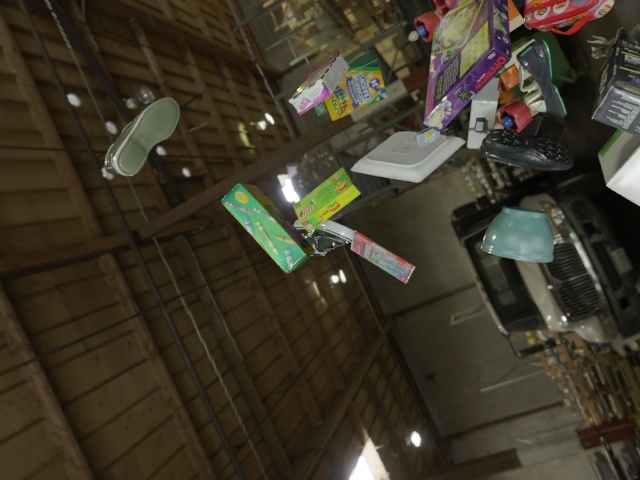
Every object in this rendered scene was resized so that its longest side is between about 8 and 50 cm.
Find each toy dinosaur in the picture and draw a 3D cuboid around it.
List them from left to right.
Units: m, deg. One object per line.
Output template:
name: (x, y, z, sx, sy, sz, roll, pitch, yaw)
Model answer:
toy dinosaur: (1.027, -0.628, 1.560, 0.160, 0.313, 0.121, 62, -157, -13)

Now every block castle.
block castle: (0.469, -0.525, 1.503, 0.453, 0.212, 0.303, 56, -179, -8)

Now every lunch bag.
lunch bag: (0.830, -0.821, 1.678, 0.120, 0.293, 0.258, 3, -86, -30)

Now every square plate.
square plate: (0.349, -0.358, 2.031, 0.344, 0.347, 0.049, -40, -51, -31)

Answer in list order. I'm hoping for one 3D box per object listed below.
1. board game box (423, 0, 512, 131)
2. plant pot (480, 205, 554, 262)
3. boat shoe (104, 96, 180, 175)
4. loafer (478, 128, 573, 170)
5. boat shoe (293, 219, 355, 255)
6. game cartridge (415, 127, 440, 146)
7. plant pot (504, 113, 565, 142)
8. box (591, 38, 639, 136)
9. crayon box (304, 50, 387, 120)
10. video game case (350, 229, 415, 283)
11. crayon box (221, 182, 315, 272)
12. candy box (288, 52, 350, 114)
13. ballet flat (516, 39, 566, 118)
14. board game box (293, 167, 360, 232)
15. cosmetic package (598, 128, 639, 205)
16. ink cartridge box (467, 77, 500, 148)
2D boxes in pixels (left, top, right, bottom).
board game box: (0.302, -0.412, 1.041, 0.056, 0.208, 0.347, 27, -127, -18)
plant pot: (0.844, -0.037, 2.115, 0.293, 0.292, 0.196, -27, -55, -72)
boat shoe: (-0.402, -0.237, 1.127, 0.081, 0.068, 0.228, 54, -129, -39)
loafer: (0.481, -0.205, 1.175, 0.078, 0.223, 0.076, 123, 157, -66)
boat shoe: (0.000, 0.000, 1.702, 0.121, 0.335, 0.119, 27, -102, -27)
game cartridge: (0.343, -0.333, 1.595, 0.017, 0.083, 0.056, 62, 177, 36)
plant pot: (0.826, -0.408, 1.955, 0.187, 0.188, 0.167, 14, -170, -24)
box: (0.856, -0.316, 1.164, 0.318, 0.394, 0.097, -54, -16, -43)
crayon box: (0.115, -0.666, 2.212, 0.203, 0.322, 0.083, 61, -170, -48)
video game case: (0.254, 0.071, 2.097, 0.285, 0.025, 0.204, 32, 164, 12)
crayon box: (-0.145, -0.039, 1.459, 0.278, 0.081, 0.165, 47, -171, 4)
candy box: (-0.001, -0.568, 1.817, 0.071, 0.159, 0.233, 49, -138, -22)
ballet flat: (0.447, -0.317, 1.029, 0.203, 0.074, 0.074, 45, -153, -43)
board game box: (0.015, -0.113, 1.404, 0.043, 0.181, 0.092, 42, -164, -43)
cosmetic package: (1.036, -0.270, 1.618, 0.155, 0.197, 0.365, 33, -147, 8)
ink cartridge box: (0.423, -0.329, 1.302, 0.151, 0.063, 0.109, 78, -154, -49)
